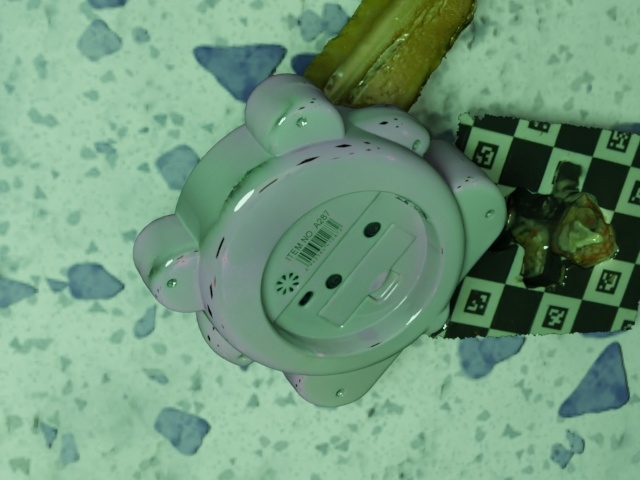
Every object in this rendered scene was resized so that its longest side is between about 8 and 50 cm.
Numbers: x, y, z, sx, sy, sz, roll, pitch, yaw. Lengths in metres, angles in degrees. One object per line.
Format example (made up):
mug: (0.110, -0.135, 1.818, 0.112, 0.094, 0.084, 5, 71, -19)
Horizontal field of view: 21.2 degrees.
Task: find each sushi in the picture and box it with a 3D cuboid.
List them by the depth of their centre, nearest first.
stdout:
sushi: (0.181, -0.013, 1.416, 0.210, 0.040, 0.193, 2, 108, -25)

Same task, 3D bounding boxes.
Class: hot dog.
hot dog: (0.009, -0.098, 1.309, 0.289, 0.068, 0.083, -49, 121, -1)

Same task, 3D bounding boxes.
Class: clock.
clock: (0.000, 0.000, 1.254, 0.248, 0.090, 0.227, 30, 104, -43)
